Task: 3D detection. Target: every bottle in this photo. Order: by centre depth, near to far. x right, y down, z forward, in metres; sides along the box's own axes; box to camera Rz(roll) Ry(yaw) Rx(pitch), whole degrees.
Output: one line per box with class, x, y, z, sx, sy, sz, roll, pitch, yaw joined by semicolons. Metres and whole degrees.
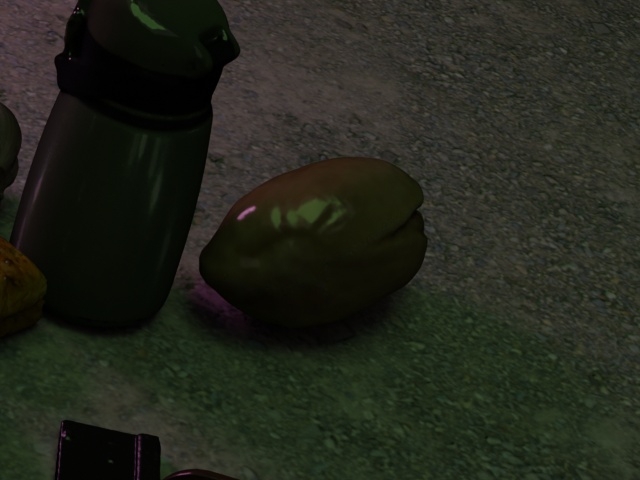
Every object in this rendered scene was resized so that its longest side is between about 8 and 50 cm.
bottle;-0.185;-0.095;1.881;0.168;0.347;0.168;14;30;-9

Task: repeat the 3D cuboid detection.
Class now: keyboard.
keyboard;-0.178;0.259;1.654;0.101;0.018;0.310;12;32;-12

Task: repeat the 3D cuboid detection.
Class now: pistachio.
pistachio;0.000;0.000;2.028;0.181;0.162;0.293;-1;16;42

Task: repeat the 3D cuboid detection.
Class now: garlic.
garlic;-0.386;-0.101;2.008;0.194;0.131;0.127;23;72;34

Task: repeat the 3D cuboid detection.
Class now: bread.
bread;-0.356;0.014;1.871;0.211;0.083;0.114;36;30;20

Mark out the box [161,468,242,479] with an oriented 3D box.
box;-0.009;0.344;1.355;0.339;0.239;0.229;15;27;12
